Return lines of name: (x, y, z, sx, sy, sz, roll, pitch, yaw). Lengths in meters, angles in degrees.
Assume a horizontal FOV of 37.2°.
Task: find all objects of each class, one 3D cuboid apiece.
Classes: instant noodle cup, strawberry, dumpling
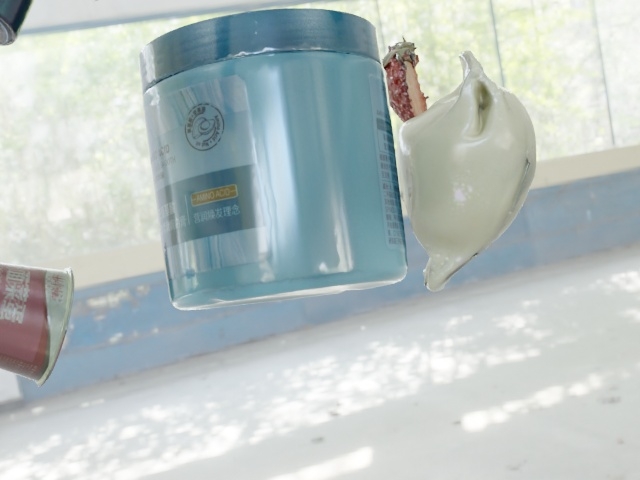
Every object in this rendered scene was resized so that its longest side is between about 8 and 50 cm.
instant noodle cup: (-0.582, 0.143, 1.789, 0.178, 0.235, 0.234, 16, -7, -26)
strawberry: (0.158, -0.280, 1.845, 0.086, 0.208, 0.167, -6, 23, 14)
dumpling: (0.243, -0.115, 1.593, 0.233, 0.395, 0.315, 7, 11, 15)

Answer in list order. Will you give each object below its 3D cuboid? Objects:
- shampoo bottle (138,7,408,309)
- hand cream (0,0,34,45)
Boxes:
shampoo bottle: (-0.060, -0.093, 1.282, 0.331, 0.343, 0.331, -8, -4, -1)
hand cream: (-0.264, -0.316, 0.888, 0.061, 0.271, 0.120, 18, -15, -9)
